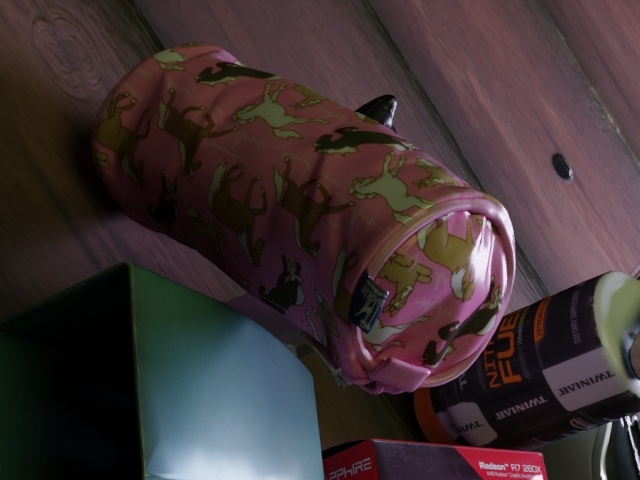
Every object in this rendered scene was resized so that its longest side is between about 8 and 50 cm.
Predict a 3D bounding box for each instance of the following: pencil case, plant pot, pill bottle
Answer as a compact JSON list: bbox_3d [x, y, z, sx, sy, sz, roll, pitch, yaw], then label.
[{"bbox_3d":[-0.026,-0.029,1.182,0.167,0.386,0.160,-26,129,-28],"label":"pencil case"},{"bbox_3d":[-0.113,0.142,1.150,0.234,0.166,0.165,20,55,-46],"label":"plant pot"},{"bbox_3d":[0.204,0.129,1.410,0.130,0.246,0.130,26,50,-36],"label":"pill bottle"}]

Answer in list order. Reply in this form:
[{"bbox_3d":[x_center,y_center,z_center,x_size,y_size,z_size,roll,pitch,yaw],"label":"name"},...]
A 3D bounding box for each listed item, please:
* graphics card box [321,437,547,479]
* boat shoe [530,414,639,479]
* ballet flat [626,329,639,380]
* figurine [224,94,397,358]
[{"bbox_3d":[0.125,0.359,1.274,0.233,0.094,0.371,13,60,-42],"label":"graphics card box"},{"bbox_3d":[0.288,0.227,1.534,0.113,0.127,0.340,0,70,-47],"label":"boat shoe"},{"bbox_3d":[0.323,0.072,1.335,0.057,0.052,0.168,52,39,-13],"label":"ballet flat"},{"bbox_3d":[0.000,0.000,1.303,0.092,0.209,0.215,18,56,-38],"label":"figurine"}]
